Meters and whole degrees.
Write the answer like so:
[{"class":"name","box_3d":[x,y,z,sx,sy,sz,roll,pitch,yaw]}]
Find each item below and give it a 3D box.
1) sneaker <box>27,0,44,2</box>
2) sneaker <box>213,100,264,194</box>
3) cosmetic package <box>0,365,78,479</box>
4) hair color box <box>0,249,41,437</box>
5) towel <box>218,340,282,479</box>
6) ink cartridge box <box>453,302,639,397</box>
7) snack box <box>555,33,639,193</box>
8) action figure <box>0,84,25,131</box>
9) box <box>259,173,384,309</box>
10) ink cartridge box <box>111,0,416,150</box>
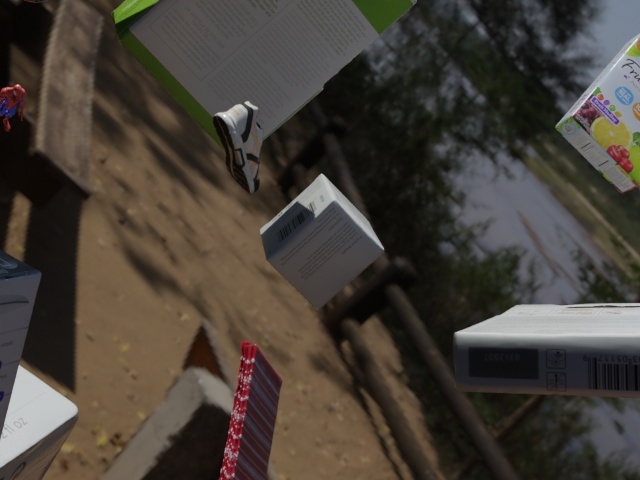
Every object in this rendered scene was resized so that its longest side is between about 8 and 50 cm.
[{"class":"sneaker","box_3d":[-0.273,-0.364,1.247,0.135,0.276,0.098,7,-44,51]},{"class":"sneaker","box_3d":[-0.070,-0.088,1.067,0.040,0.043,0.109,41,-24,32]},{"class":"cosmetic package","box_3d":[-0.639,0.304,1.574,0.393,0.327,0.329,34,18,7]},{"class":"hair color box","box_3d":[-0.437,0.178,1.193,0.110,0.339,0.185,26,16,24]},{"class":"towel","box_3d":[-0.113,0.316,1.744,0.199,0.031,0.275,64,32,-62]},{"class":"ink cartridge box","box_3d":[0.238,0.092,0.969,0.232,0.189,0.066,2,86,-67]},{"class":"snack box","box_3d":[0.321,-0.132,1.129,0.100,0.141,0.037,45,-22,-4]},{"class":"action figure","box_3d":[-0.419,-0.178,1.478,0.038,0.115,0.030,-3,67,-30]},{"class":"box","box_3d":[0.000,0.000,1.212,0.087,0.101,0.102,45,9,-19]},{"class":"ink cartridge box","box_3d":[-0.058,-0.239,1.145,0.189,0.255,0.097,46,8,-30]}]
